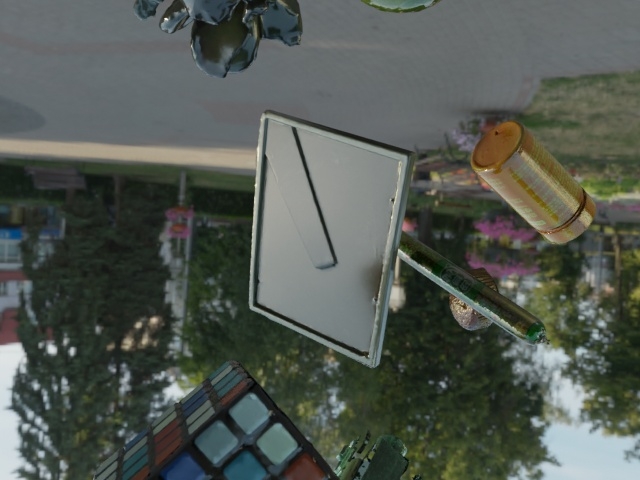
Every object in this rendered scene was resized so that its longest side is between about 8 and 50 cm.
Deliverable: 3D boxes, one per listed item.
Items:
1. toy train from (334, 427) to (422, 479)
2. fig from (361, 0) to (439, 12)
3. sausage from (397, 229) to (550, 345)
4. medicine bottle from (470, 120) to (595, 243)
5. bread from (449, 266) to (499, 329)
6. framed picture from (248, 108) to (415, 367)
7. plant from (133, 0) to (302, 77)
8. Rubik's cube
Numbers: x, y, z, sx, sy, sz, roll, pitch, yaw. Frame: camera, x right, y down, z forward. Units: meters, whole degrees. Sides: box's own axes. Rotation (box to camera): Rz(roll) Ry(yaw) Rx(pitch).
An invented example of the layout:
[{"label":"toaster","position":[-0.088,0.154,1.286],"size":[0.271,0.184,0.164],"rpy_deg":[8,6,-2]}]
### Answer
[{"label":"toy train","position":[0.019,0.385,0.933],"size":[0.126,0.189,0.307],"rpy_deg":[40,-139,-1]},{"label":"fig","position":[0.162,-0.572,1.291],"size":[0.316,0.316,0.316],"rpy_deg":[3,-179,0]},{"label":"sausage","position":[0.162,0.048,0.857],"size":[0.269,0.033,0.032],"rpy_deg":[36,-158,35]},{"label":"medicine bottle","position":[0.317,-0.085,1.066],"size":[0.192,0.096,0.096],"rpy_deg":[38,164,-27]},{"label":"bread","position":[0.199,0.078,0.957],"size":[0.053,0.085,0.085],"rpy_deg":[-8,-176,-12]},{"label":"framed picture","position":[0.000,0.000,0.797],"size":[0.189,0.260,0.023],"rpy_deg":[21,-151,29]},{"label":"plant","position":[-0.080,-0.280,0.639],"size":[0.198,0.188,0.276],"rpy_deg":[-32,151,-12]},{"label":"Rubik's cube","position":[-0.083,0.240,0.650],"size":[0.182,0.184,0.187],"rpy_deg":[-39,-172,-12]}]
